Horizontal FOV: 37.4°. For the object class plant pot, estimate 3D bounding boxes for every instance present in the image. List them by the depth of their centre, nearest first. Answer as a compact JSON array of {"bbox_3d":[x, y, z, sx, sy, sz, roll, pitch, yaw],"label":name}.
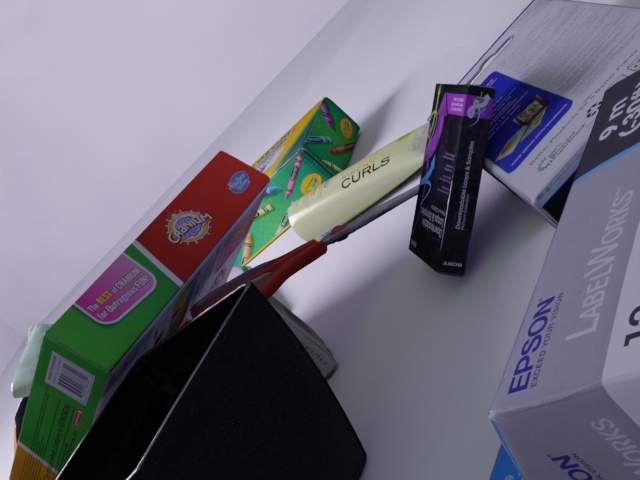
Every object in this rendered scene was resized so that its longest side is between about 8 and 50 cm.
[{"bbox_3d":[-0.079,0.177,0.712,0.187,0.167,0.188,-35,17,44],"label":"plant pot"}]

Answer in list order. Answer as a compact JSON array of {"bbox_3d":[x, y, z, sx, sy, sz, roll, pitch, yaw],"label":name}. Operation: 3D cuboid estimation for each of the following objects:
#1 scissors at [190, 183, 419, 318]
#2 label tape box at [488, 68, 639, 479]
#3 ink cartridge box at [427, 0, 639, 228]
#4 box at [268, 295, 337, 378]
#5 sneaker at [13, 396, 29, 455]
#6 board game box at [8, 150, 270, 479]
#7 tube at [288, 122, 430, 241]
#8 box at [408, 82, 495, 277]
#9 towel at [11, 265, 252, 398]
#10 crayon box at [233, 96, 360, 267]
[{"bbox_3d":[0.000,0.000,0.960,0.297,0.021,0.109,-34,11,-22],"label":"scissors"},{"bbox_3d":[0.192,0.007,0.467,0.347,0.115,0.249,-29,25,49],"label":"label tape box"},{"bbox_3d":[0.208,-0.126,0.836,0.176,0.069,0.371,-48,17,9],"label":"ink cartridge box"},{"bbox_3d":[-0.113,0.182,0.940,0.275,0.094,0.113,-49,14,-2],"label":"box"},{"bbox_3d":[-0.308,0.207,1.249,0.180,0.124,0.321,96,-179,-48],"label":"sneaker"},{"bbox_3d":[-0.177,0.084,0.951,0.316,0.064,0.242,-55,-6,-49],"label":"board game box"},{"bbox_3d":[0.059,-0.075,1.161,0.240,0.062,0.070,-31,63,38],"label":"tube"},{"bbox_3d":[0.114,-0.058,0.841,0.116,0.029,0.162,-127,43,-78],"label":"box"},{"bbox_3d":[-0.228,0.110,1.236,0.324,0.038,0.248,-15,14,-8],"label":"towel"},{"bbox_3d":[-0.068,-0.083,1.489,0.278,0.081,0.165,-40,18,34],"label":"crayon box"}]
